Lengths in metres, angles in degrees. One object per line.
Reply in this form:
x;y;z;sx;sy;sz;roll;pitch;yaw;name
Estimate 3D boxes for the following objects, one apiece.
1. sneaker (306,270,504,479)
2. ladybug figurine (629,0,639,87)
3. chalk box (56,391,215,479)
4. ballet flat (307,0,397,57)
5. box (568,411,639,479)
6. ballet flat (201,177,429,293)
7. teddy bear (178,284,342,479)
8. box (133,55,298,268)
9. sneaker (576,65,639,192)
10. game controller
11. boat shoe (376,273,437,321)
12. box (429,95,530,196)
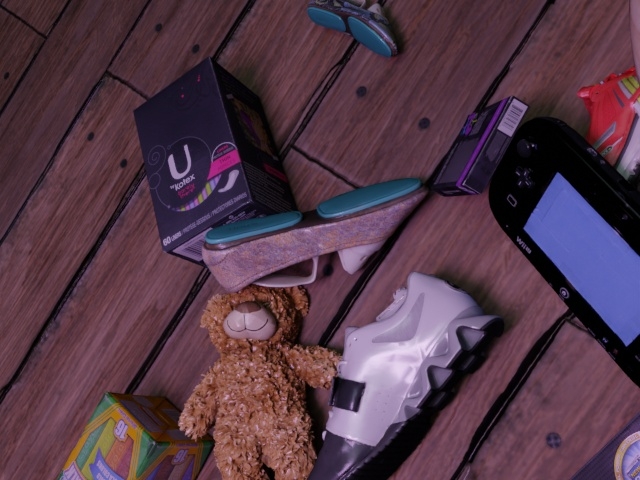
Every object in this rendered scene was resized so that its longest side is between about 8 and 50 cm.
0.066;0.184;0.815;0.146;0.122;0.331;39;91;31;sneaker
0.430;-0.185;0.586;0.162;0.305;0.450;-43;23;58;ladybug figurine
-0.279;0.345;0.958;0.132;0.132;0.213;28;90;34;chalk box
0.059;-0.341;1.018;0.188;0.070;0.070;37;95;30;ballet flat
0.317;0.309;0.621;0.216;0.060;0.270;49;118;31;box
0.000;0.000;0.910;0.315;0.107;0.106;-14;109;3;ballet flat
-0.081;0.212;0.898;0.245;0.113;0.338;3;76;29;teddy bear
-0.162;-0.112;1.025;0.165;0.143;0.270;-29;62;19;box
0.360;-0.172;0.764;0.118;0.107;0.279;28;90;39;sneaker
0.301;0.015;0.717;0.319;0.067;0.166;57;145;29;game controller
0.110;0.077;0.873;0.100;0.035;0.035;-51;60;15;boat shoe
0.190;-0.110;0.821;0.029;0.162;0.116;29;91;-7;box
